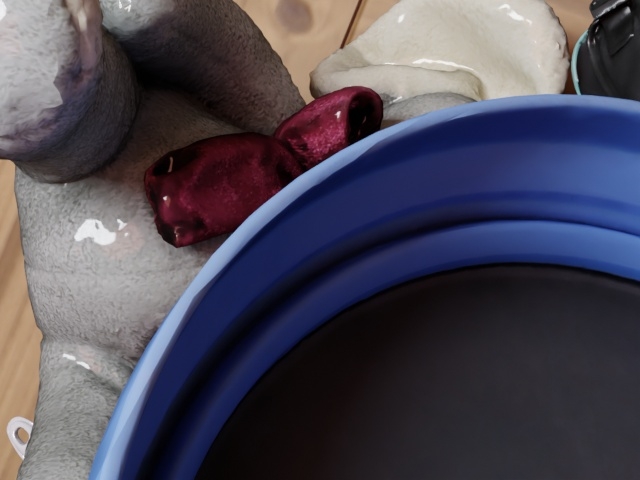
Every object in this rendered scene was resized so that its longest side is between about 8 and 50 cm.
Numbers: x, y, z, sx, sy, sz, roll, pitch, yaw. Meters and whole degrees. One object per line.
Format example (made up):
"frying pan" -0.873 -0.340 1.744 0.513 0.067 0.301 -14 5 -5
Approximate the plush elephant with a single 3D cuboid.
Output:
"plush elephant" 0.000 0.000 0.581 0.255 0.330 0.272 -5 99 0

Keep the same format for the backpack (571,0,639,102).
"backpack" 0.221 -0.045 0.544 0.166 0.144 0.188 -37 65 47

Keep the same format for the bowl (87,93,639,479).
"bowl" 0.114 0.138 0.368 0.391 0.391 0.077 59 146 16

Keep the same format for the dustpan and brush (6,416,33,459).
"dustpan and brush" -0.088 0.168 0.684 0.211 0.060 0.147 42 98 19
